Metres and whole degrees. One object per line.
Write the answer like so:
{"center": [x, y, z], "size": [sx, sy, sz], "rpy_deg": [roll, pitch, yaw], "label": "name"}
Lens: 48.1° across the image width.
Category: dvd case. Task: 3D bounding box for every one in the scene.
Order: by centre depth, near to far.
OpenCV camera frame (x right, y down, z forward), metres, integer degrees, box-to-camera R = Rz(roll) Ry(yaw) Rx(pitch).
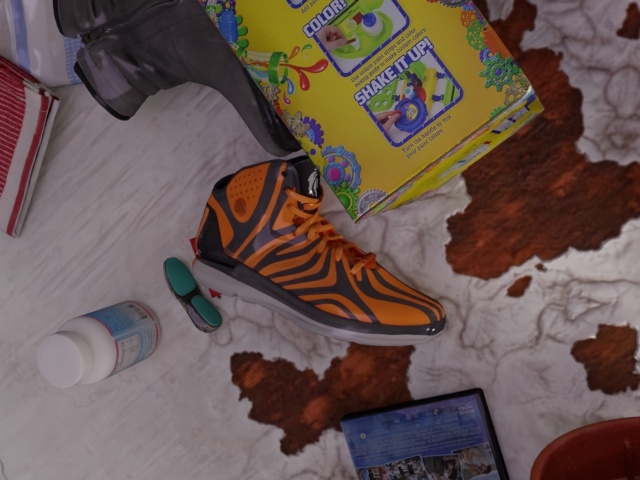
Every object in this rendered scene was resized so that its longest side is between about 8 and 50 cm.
{"center": [0.143, 0.316, 0.866], "size": [0.181, 0.022, 0.252], "rpy_deg": [-17, 91, 19], "label": "dvd case"}

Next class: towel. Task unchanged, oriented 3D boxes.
{"center": [-0.294, -0.318, 0.933], "size": [0.285, 0.034, 0.209], "rpy_deg": [-5, 96, 19], "label": "towel"}
{"center": [-0.527, -0.179, 1.013], "size": [0.329, 0.037, 0.237], "rpy_deg": [33, 115, 13], "label": "towel"}

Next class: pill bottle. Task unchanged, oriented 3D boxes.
{"center": [-0.282, 0.133, 0.916], "size": [0.087, 0.160, 0.087], "rpy_deg": [2, 97, 19], "label": "pill bottle"}

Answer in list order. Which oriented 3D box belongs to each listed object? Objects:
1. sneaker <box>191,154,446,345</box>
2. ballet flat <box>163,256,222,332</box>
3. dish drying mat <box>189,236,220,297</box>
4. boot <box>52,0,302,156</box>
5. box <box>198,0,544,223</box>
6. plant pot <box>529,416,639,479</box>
{"center": [0.000, 0.000, 0.821], "size": [0.321, 0.125, 0.180], "rpy_deg": [17, 103, 17], "label": "sneaker"}
{"center": [-0.174, 0.076, 0.939], "size": [0.041, 0.041, 0.114], "rpy_deg": [-40, 82, 19], "label": "ballet flat"}
{"center": [-0.144, 0.032, 0.937], "size": [0.032, 0.008, 0.083], "rpy_deg": [-22, 89, 19], "label": "dish drying mat"}
{"center": [-0.164, -0.203, 0.849], "size": [0.223, 0.118, 0.338], "rpy_deg": [-33, 77, 22], "label": "boot"}
{"center": [0.057, -0.189, 0.690], "size": [0.177, 0.290, 0.279], "rpy_deg": [-37, 85, 19], "label": "box"}
{"center": [0.349, 0.352, 0.685], "size": [0.273, 0.272, 0.264], "rpy_deg": [-3, 103, 19], "label": "plant pot"}
